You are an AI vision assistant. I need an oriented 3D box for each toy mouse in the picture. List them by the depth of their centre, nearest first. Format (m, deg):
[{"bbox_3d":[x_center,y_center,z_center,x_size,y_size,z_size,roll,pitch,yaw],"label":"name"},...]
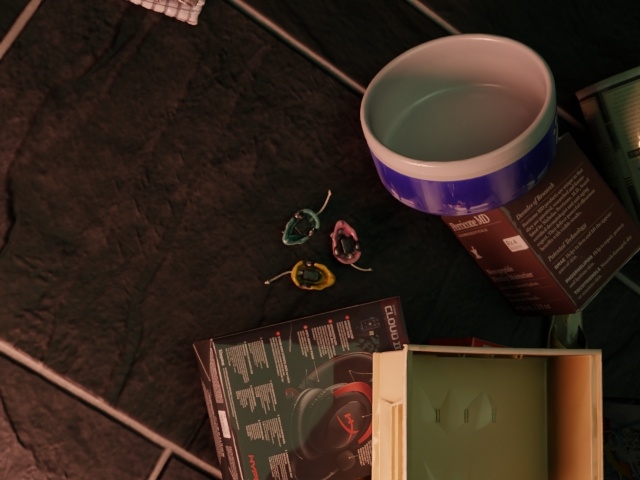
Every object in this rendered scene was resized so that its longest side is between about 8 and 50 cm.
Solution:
[{"bbox_3d":[0.000,0.000,1.482,0.161,0.031,0.143,7,82,-19],"label":"toy mouse"}]

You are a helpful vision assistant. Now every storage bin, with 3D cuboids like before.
[{"bbox_3d":[0.204,0.263,1.297,0.262,0.123,0.260,3,82,-18],"label":"storage bin"}]

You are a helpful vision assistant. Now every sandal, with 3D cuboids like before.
[{"bbox_3d":[0.379,0.156,1.589,0.072,0.049,0.180,1,90,-19],"label":"sandal"}]

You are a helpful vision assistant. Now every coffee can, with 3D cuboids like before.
[{"bbox_3d":[0.530,-0.132,1.598,0.201,0.201,0.275,-19,90,-21],"label":"coffee can"}]

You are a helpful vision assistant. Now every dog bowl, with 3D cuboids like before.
[{"bbox_3d":[0.194,-0.163,1.450,0.265,0.265,0.104,-42,140,-19],"label":"dog bowl"}]

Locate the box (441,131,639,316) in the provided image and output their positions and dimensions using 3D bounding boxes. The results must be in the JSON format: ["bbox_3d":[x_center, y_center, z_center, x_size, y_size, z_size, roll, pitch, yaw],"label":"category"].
[{"bbox_3d":[0.324,-0.018,1.528,0.167,0.168,0.203,-42,98,-18],"label":"box"}]

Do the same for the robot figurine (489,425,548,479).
[{"bbox_3d":[0.254,0.333,1.464,0.278,0.209,0.173,60,30,-4],"label":"robot figurine"}]

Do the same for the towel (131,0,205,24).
[{"bbox_3d":[-0.228,-0.465,1.408,0.235,0.121,0.284,20,77,-16],"label":"towel"}]

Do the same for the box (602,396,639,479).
[{"bbox_3d":[0.464,0.309,1.505,0.044,0.233,0.159,-10,87,-21],"label":"box"}]

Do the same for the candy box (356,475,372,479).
[{"bbox_3d":[0.016,0.260,1.446,0.186,0.053,0.109,33,74,-15],"label":"candy box"}]

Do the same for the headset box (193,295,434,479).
[{"bbox_3d":[0.006,0.203,1.363,0.293,0.110,0.218,-12,87,-21],"label":"headset box"}]

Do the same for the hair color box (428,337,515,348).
[{"bbox_3d":[0.209,0.166,1.479,0.072,0.141,0.043,16,78,-18],"label":"hair color box"}]
